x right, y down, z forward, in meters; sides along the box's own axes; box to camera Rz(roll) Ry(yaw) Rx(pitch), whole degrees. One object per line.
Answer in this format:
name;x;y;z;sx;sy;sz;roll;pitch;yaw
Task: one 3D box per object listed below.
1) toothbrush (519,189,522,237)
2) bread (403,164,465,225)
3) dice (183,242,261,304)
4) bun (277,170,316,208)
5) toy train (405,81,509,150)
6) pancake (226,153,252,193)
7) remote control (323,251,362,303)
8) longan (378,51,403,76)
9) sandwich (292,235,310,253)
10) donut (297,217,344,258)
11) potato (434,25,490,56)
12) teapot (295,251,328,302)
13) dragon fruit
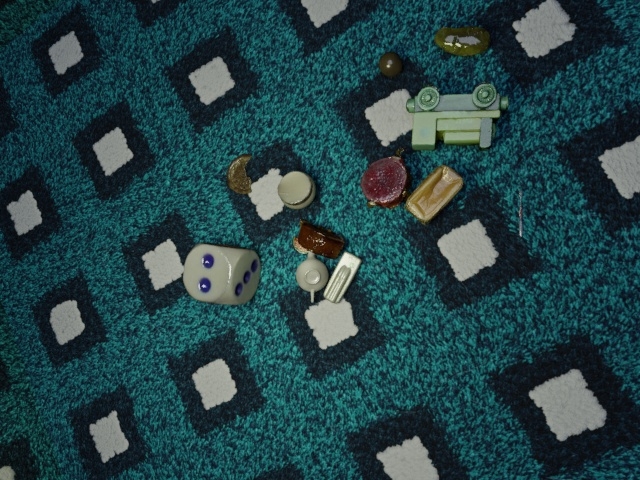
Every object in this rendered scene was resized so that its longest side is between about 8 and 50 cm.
toothbrush;0.799;-0.108;1.686;0.013;0.019;0.193;1;88;15
bread;0.466;-0.188;1.739;0.136;0.107;0.241;43;98;11
dice;-0.434;0.146;1.897;0.244;0.259;0.250;8;90;18
bun;-0.099;-0.221;1.895;0.173;0.120;0.172;-3;78;14
toy train;0.545;-0.492;1.717;0.398;0.160;0.252;3;94;16
pancake;-0.371;-0.314;2.029;0.184;0.020;0.190;-39;78;9
remote control;0.093;0.164;1.852;0.090;0.049;0.230;28;93;13
longan;0.311;-0.763;1.830;0.119;0.106;0.106;-26;76;-30
sandwich;-0.084;0.024;1.925;0.101;0.026;0.069;13;86;13
donut;-0.009;-0.001;1.845;0.187;0.144;0.126;13;110;-18
potato;0.586;-0.829;1.754;0.226;0.090;0.117;12;90;15
teapot;-0.037;0.164;1.866;0.145;0.092;0.225;2;94;1
dragon fruit;0.295;-0.245;1.784;0.211;0.147;0.282;31;92;25
